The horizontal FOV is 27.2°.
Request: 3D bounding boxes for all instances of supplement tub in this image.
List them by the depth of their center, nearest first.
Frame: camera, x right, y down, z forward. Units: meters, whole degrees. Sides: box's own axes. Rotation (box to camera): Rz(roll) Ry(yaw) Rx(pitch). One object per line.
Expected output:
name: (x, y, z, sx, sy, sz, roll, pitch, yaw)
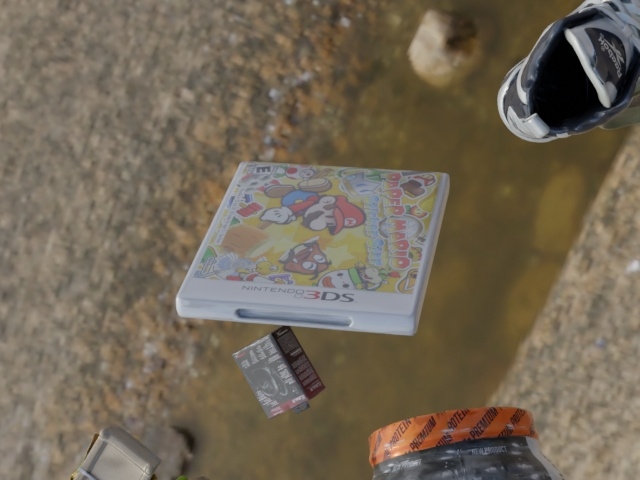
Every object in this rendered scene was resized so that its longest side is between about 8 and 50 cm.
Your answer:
supplement tub: (0.147, 0.336, 1.227, 0.207, 0.207, 0.337, -26, 64, 44)

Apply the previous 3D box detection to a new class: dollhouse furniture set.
dollhouse furniture set: (-0.124, 0.213, 1.051, 0.152, 0.058, 0.076, 34, 100, 19)

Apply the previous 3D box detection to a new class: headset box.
headset box: (-0.039, 0.132, 1.296, 0.062, 0.032, 0.083, -32, 89, 40)

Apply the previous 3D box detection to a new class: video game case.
video game case: (0.000, 0.000, 1.190, 0.227, 0.206, 0.026, -70, -19, -53)

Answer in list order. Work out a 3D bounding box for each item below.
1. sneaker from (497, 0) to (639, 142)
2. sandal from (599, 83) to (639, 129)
sneaker: (0.237, -0.161, 1.034, 0.235, 0.094, 0.153, -37, 9, 13)
sandal: (0.395, -0.139, 1.205, 0.303, 0.120, 0.086, -17, 63, -1)
